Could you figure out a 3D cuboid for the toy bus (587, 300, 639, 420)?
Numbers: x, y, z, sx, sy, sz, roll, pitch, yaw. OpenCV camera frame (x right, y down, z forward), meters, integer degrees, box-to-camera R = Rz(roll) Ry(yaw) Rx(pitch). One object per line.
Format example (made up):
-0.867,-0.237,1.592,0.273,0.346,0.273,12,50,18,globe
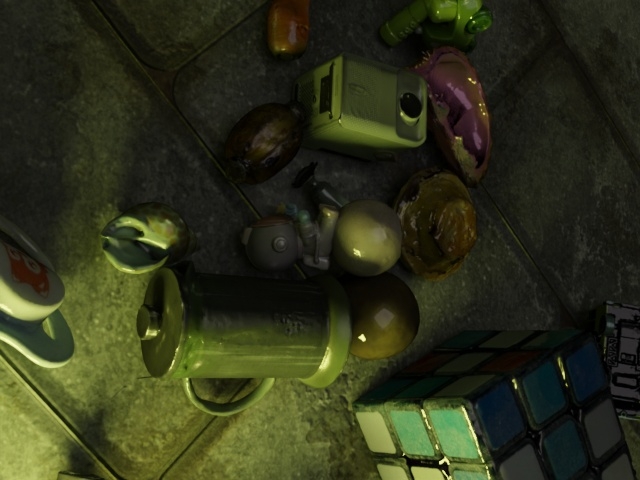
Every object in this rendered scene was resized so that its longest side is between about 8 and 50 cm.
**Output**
0.693,0.286,1.921,0.128,0.150,0.262,10,76,-2,toy bus

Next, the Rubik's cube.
0.325,0.383,1.545,0.358,0.363,0.362,-26,99,-35,Rubik's cube

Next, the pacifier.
-0.500,0.100,1.165,0.233,0.244,0.299,-44,135,1,pacifier

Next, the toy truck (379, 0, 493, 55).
0.250,-0.477,1.722,0.210,0.187,0.148,-4,68,-32,toy truck

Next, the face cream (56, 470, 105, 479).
-0.389,0.491,1.224,0.073,0.073,0.284,19,73,-30,face cream

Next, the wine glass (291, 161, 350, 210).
0.020,-0.076,1.580,0.155,0.072,0.072,46,61,-19,wine glass

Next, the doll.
0.000,0.000,1.488,0.287,0.151,0.151,-3,84,-8,doll

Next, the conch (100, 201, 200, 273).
-0.285,-0.003,1.353,0.116,0.106,0.173,42,53,10,conch

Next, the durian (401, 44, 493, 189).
0.273,-0.274,1.757,0.341,0.112,0.191,54,51,-28,durian

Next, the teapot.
-0.145,0.169,1.380,0.336,0.200,0.271,7,110,-31,teapot

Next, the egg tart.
0.250,-0.032,1.697,0.241,0.106,0.241,-4,97,-34,egg tart

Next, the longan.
0.091,0.130,1.552,0.184,0.159,0.204,-2,46,-21,longan

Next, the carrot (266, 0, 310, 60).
-0.060,-0.442,1.578,0.087,0.087,0.194,12,75,-32,carrot

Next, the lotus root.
-0.100,-0.182,1.494,0.120,0.120,0.209,50,63,-17,lotus root

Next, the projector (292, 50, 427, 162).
0.084,-0.250,1.586,0.242,0.177,0.164,11,78,-33,projector
